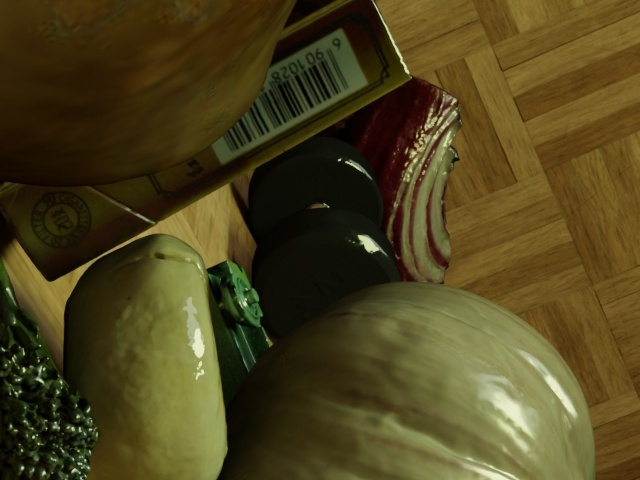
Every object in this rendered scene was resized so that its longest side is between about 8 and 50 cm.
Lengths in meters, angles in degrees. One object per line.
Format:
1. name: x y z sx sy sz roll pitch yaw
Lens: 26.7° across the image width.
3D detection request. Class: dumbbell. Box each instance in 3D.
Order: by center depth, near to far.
1. dumbbell: 0.000 0.000 1.431 0.218 0.152 0.152 -97 162 -58

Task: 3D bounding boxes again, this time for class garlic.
1. garlic: 0.057 0.165 0.862 0.259 0.317 0.317 26 3 11

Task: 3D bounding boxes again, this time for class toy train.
1. toy train: -0.061 0.110 1.052 0.132 0.083 0.200 31 38 -80

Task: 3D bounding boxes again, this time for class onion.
1. onion: 0.024 -0.059 1.639 0.146 0.280 0.314 -46 141 -43

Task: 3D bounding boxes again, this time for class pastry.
1. pastry: -0.100 0.074 0.759 0.156 0.092 0.156 179 -90 -75

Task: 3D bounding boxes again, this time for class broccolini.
1. broccolini: -0.174 0.053 0.705 0.202 0.068 0.091 55 -13 39

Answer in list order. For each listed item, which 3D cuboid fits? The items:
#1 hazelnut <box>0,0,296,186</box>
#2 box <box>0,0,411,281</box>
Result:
1. hazelnut: -0.155 -0.192 0.594 0.366 0.366 0.366 -23 90 -81
2. box: -0.080 -0.078 0.813 0.071 0.240 0.159 62 -4 -22
